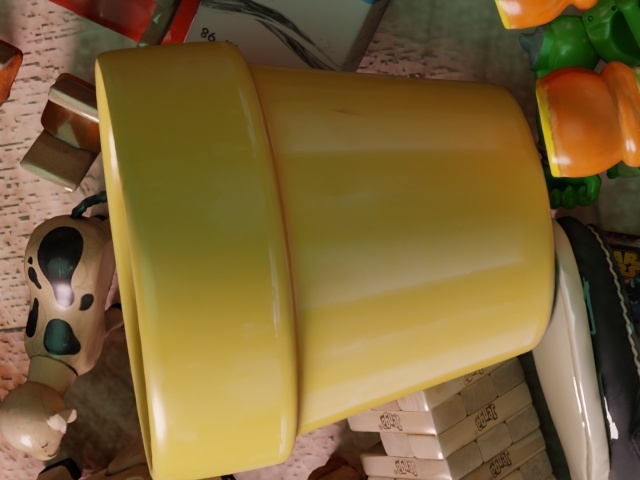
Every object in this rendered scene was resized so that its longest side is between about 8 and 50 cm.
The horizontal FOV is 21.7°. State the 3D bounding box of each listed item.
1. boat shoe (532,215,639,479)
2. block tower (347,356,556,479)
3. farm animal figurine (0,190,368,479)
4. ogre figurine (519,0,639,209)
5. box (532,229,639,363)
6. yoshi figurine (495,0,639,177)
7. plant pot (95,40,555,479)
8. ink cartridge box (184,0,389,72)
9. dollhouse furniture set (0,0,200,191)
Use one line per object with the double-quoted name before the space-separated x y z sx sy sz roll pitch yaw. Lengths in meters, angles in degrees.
"boat shoe" 0.208 0.119 1.046 0.113 0.127 0.340 -17 116 -1
"block tower" 0.114 0.218 1.128 0.097 0.091 0.335 -5 107 53
"farm animal figurine" -0.133 0.166 1.158 0.330 0.172 0.327 45 114 0
"ogre figurine" 0.210 -0.107 1.008 0.197 0.097 0.118 -18 113 33
"box" 0.212 0.045 1.091 0.137 0.027 0.094 8 110 15
"yoshi figurine" 0.280 -0.158 0.893 0.362 0.203 0.203 -15 58 14
"plant pot" 0.000 0.000 0.986 0.239 0.254 0.254 -9 107 -9
"ink cartridge box" -0.025 -0.134 1.088 0.104 0.060 0.180 28 113 6
"dollhouse furniture set" -0.198 -0.210 1.103 0.259 0.135 0.262 25 114 -4
